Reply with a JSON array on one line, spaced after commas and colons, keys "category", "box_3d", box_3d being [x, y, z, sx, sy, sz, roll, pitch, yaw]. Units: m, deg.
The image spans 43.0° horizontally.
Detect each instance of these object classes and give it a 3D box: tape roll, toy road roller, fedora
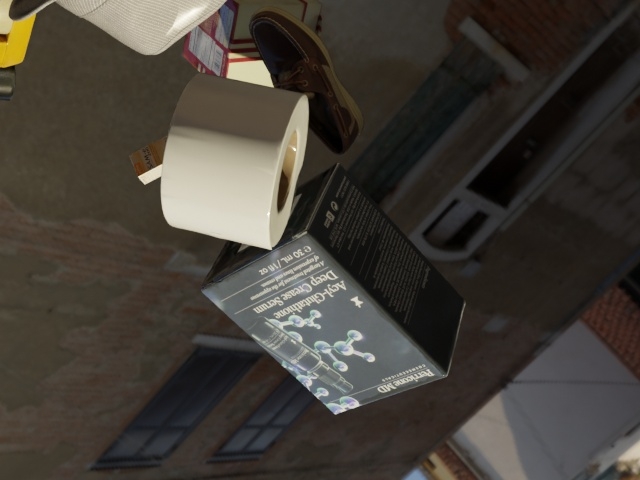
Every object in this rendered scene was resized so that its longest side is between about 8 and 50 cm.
[{"category": "tape roll", "box_3d": [-0.128, -0.125, 1.261, 0.169, 0.246, 0.246, 14, -163, 6]}, {"category": "toy road roller", "box_3d": [-0.646, -0.411, 1.432, 0.203, 0.329, 0.240, -4, -114, -33]}, {"category": "fedora", "box_3d": [-0.147, -0.270, 0.745, 0.124, 0.275, 0.244, 38, 169, -33]}]

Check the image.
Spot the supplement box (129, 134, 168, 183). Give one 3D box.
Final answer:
[{"category": "supplement box", "box_3d": [-0.340, -0.170, 1.692, 0.062, 0.098, 0.036, 62, 180, 26]}]

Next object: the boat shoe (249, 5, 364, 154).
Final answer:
[{"category": "boat shoe", "box_3d": [-0.037, -0.322, 1.681, 0.342, 0.123, 0.123, 54, -142, -23]}]

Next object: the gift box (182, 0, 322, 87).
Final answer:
[{"category": "gift box", "box_3d": [-0.145, -0.478, 1.916, 0.258, 0.255, 0.276, -12, -134, -35]}]

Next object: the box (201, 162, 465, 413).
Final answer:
[{"category": "box", "box_3d": [0.031, 0.104, 1.550, 0.395, 0.293, 0.212, 45, -139, -20]}]
